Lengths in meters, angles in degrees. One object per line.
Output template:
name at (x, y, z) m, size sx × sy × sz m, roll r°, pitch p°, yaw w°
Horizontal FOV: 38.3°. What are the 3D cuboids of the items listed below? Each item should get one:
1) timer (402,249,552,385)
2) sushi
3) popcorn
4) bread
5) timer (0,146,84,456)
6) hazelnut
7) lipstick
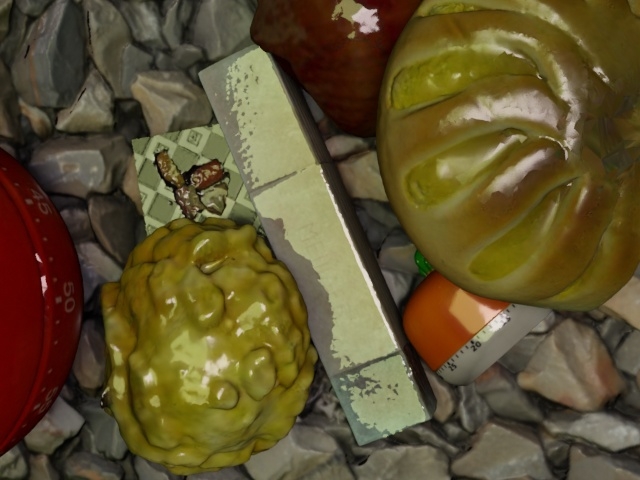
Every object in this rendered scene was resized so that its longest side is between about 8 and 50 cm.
timer at (0.130, 0.052, 0.822) m, size 0.136 × 0.099 × 0.136 m, roll -3°, pitch 78°, yaw 12°
sushi at (-0.118, -0.053, 0.928) m, size 0.126 × 0.026 × 0.120 m, roll -9°, pitch 91°, yaw 9°
popcorn at (-0.122, 0.097, 0.839) m, size 0.266 × 0.192 × 0.233 m, roll -28°, pitch 78°, yaw 52°
bread at (0.206, -0.096, 0.698) m, size 0.333 × 0.160 × 0.332 m, roll -2°, pitch 99°, yaw -13°
timer at (-0.428, 0.063, 0.904) m, size 0.378 × 0.279 × 0.377 m, roll 0°, pitch 91°, yaw 16°
hazelnut at (0.031, -0.201, 0.806) m, size 0.160 × 0.170 × 0.201 m, roll -45°, pitch 62°, yaw 35°
lipstick at (0.000, 0.000, 0.858) m, size 0.076 × 0.080 × 0.371 m, roll -24°, pitch 88°, yaw 13°
